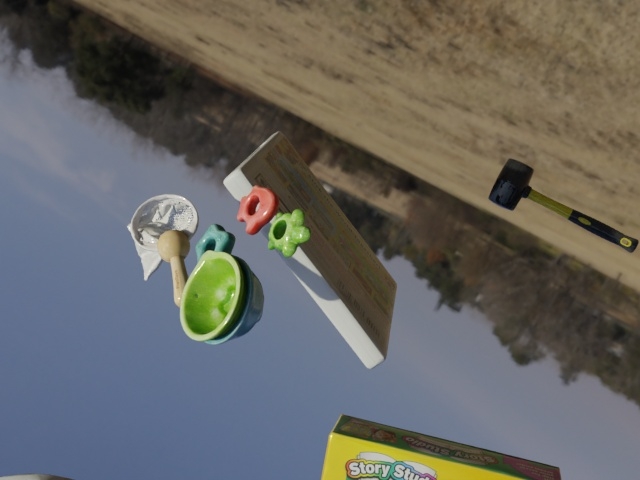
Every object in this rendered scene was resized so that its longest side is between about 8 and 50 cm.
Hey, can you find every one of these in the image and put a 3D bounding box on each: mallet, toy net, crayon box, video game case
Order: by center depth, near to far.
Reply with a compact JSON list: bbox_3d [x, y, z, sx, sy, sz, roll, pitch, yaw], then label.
[{"bbox_3d":[-0.103,-0.003,0.694,0.045,0.122,0.232,22,-177,-40],"label":"toy net"},{"bbox_3d":[0.000,0.000,0.879,0.227,0.026,0.206,52,-163,-9],"label":"video game case"},{"bbox_3d":[0.298,-0.028,1.061,0.190,0.062,0.039,35,-171,6],"label":"mallet"},{"bbox_3d":[0.170,0.478,1.361,0.363,0.312,0.106,12,-173,11],"label":"crayon box"}]

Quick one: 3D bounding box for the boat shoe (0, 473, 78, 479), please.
[{"bbox_3d":[-0.227,0.280,0.475,0.136,0.367,0.156,35,-146,-25],"label":"boat shoe"}]
